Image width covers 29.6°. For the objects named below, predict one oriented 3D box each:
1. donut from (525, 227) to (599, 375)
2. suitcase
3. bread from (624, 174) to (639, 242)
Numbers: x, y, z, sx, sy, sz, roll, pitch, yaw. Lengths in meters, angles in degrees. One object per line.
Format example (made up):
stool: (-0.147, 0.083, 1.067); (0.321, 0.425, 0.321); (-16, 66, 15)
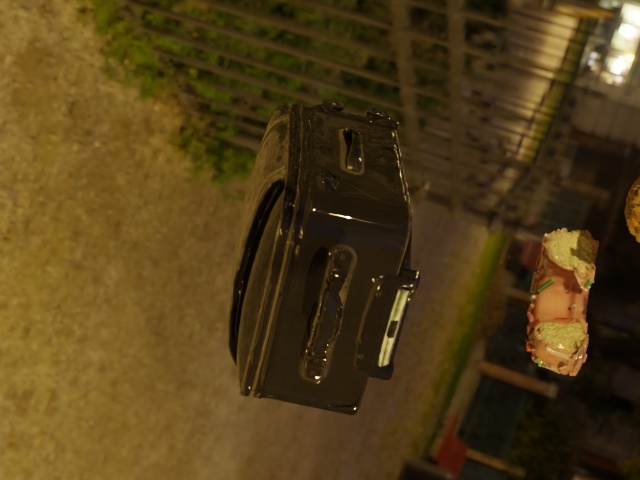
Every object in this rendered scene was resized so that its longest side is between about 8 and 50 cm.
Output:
donut: (0.257, 0.075, 1.303); (0.117, 0.065, 0.166); (90, 12, -54)
suitcase: (0.000, 0.000, 1.433); (0.434, 0.194, 0.283); (-94, -163, -67)
bread: (0.423, -0.066, 1.227); (0.240, 0.139, 0.240); (-40, 163, -15)
